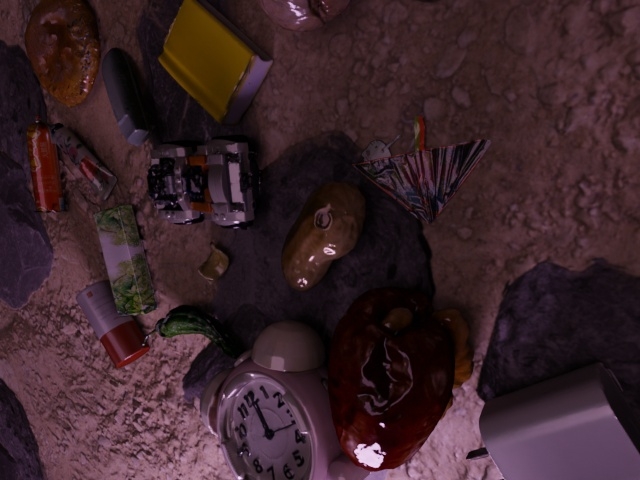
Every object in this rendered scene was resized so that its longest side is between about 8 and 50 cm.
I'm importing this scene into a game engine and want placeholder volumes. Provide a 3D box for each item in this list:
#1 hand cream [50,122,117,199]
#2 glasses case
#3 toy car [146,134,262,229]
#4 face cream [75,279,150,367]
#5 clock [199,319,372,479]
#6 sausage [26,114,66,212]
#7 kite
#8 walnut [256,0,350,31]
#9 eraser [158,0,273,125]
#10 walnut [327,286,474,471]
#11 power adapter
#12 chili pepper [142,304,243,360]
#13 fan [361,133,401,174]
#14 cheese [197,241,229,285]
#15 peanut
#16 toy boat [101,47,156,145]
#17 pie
[{"bbox_3d":[-0.619,-0.212,1.177,0.234,0.050,0.080,46,114,7],"label":"hand cream"},{"bbox_3d":[-0.487,0.051,1.139,0.095,0.062,0.273,-9,95,23],"label":"glasses case"},{"bbox_3d":[-0.253,-0.116,0.944,0.300,0.118,0.193,4,104,30],"label":"toy car"},{"bbox_3d":[-0.541,0.217,1.181,0.095,0.095,0.214,-40,79,29],"label":"face cream"},{"bbox_3d":[-0.074,0.357,0.898,0.342,0.184,0.326,-44,73,23],"label":"clock"},{"bbox_3d":[-0.755,-0.207,1.237,0.083,0.083,0.264,2,99,29],"label":"sausage"},{"bbox_3d":[0.162,-0.116,0.760,0.241,0.014,0.184,0,100,29],"label":"kite"},{"bbox_3d":[-0.038,-0.454,0.730,0.178,0.178,0.231,-23,76,31],"label":"walnut"},{"bbox_3d":[-0.214,-0.356,0.901,0.226,0.069,0.158,45,115,16],"label":"eraser"},{"bbox_3d":[0.131,0.224,0.751,0.222,0.243,0.269,-129,44,-57],"label":"walnut"},{"bbox_3d":[0.345,0.319,0.677,0.255,0.124,0.187,-34,81,30],"label":"power adapter"},{"bbox_3d":[-0.302,0.208,1.060,0.278,0.065,0.122,6,98,25],"label":"chili pepper"},{"bbox_3d":[0.110,-0.156,0.789,0.083,0.004,0.056,-38,80,29],"label":"fan"},{"bbox_3d":[-0.237,0.052,1.007,0.060,0.041,0.084,35,99,12],"label":"cheese"},{"bbox_3d":[0.000,0.000,0.822,0.120,0.110,0.237,35,117,10],"label":"peanut"},{"bbox_3d":[-0.439,-0.337,1.035,0.078,0.085,0.261,-34,71,30],"label":"toy boat"},{"bbox_3d":[-0.634,-0.472,1.120,0.273,0.069,0.274,6,105,25],"label":"pie"}]
